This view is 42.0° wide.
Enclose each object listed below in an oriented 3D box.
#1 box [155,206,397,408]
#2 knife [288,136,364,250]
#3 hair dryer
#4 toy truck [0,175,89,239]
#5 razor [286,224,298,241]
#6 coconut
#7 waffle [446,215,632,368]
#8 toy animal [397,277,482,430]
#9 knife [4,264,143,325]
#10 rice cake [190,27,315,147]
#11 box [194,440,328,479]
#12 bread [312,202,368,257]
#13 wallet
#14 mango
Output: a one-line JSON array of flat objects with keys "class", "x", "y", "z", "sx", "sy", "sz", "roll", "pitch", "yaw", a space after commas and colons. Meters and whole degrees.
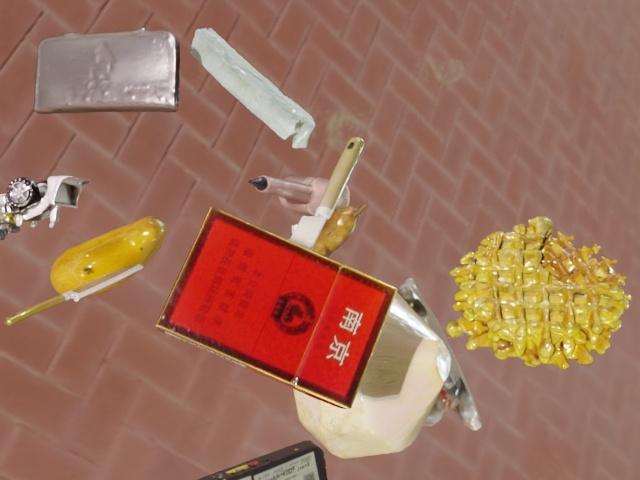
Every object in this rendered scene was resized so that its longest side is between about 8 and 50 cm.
[{"class": "box", "x": -0.050, "y": 0.081, "z": 0.967, "sx": 0.240, "sy": 0.074, "sz": 0.153, "roll": 24, "pitch": 72, "yaw": -4}, {"class": "knife", "x": -0.011, "y": -0.024, "z": 1.113, "sx": 0.298, "sy": 0.047, "sz": 0.017, "roll": -65, "pitch": 148, "yaw": -27}, {"class": "hair dryer", "x": -0.089, "y": -0.139, "z": 2.226, "sx": 0.344, "sy": 0.189, "sz": 0.106, "roll": 11, "pitch": 92, "yaw": -55}, {"class": "toy truck", "x": -0.602, "y": -0.063, "z": 1.656, "sx": 0.136, "sy": 0.286, "sz": 0.111, "roll": 4, "pitch": 74, "yaw": -82}, {"class": "razor", "x": -0.074, "y": 0.007, "z": 1.391, "sx": 0.135, "sy": 0.040, "sz": 0.068, "roll": -4, "pitch": 89, "yaw": -45}, {"class": "coconut", "x": 0.077, "y": 0.195, "z": 1.242, "sx": 0.259, "sy": 0.259, "sz": 0.259, "roll": 13, "pitch": 70, "yaw": -39}, {"class": "waffle", "x": 0.252, "y": 0.057, "z": 0.963, "sx": 0.197, "sy": 0.193, "sz": 0.070, "roll": -49, "pitch": 149, "yaw": -30}, {"class": "toy animal", "x": 0.201, "y": 0.261, "z": 1.846, "sx": 0.308, "sy": 0.188, "sz": 0.266, "roll": 54, "pitch": 23, "yaw": -21}, {"class": "knife", "x": -0.422, "y": 0.095, "z": 1.451, "sx": 0.256, "sy": 0.046, "sz": 0.022, "roll": -25, "pitch": 107, "yaw": -34}, {"class": "rice cake", "x": -0.138, "y": -0.307, "z": 1.674, "sx": 0.336, "sy": 0.066, "sz": 0.063, "roll": 45, "pitch": 44, "yaw": 19}, {"class": "box", "x": -0.142, "y": 0.594, "z": 1.854, "sx": 0.350, "sy": 0.058, "sz": 0.211, "roll": -13, "pitch": 100, "yaw": -25}, {"class": "bread", "x": 0.002, "y": 0.001, "z": 2.120, "sx": 0.084, "sy": 0.344, "sz": 0.124, "roll": 39, "pitch": 35, "yaw": -11}, {"class": "wallet", "x": -0.424, "y": -0.332, "z": 1.656, "sx": 0.042, "sy": 0.310, "sz": 0.165, "roll": 23, "pitch": 68, "yaw": -76}, {"class": "mango", "x": -0.411, "y": 0.038, "z": 1.652, "sx": 0.157, "sy": 0.262, "sz": 0.109, "roll": -32, "pitch": 99, "yaw": -80}]
